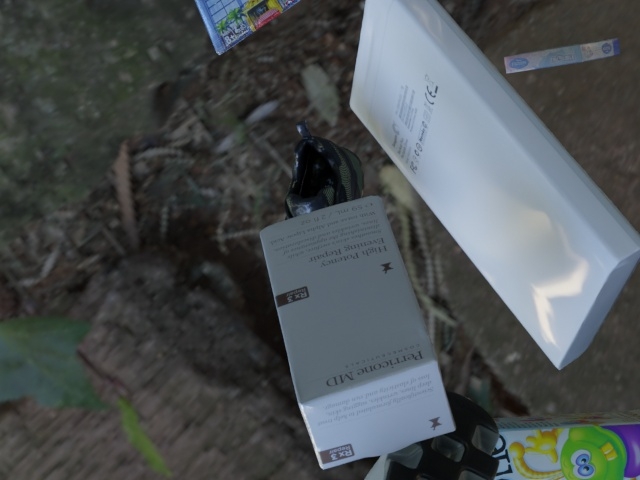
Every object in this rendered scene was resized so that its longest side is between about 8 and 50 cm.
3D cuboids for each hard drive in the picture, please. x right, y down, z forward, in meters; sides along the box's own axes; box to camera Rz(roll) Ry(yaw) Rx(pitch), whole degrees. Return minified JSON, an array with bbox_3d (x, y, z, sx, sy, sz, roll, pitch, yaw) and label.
[{"bbox_3d":[0.154,-0.067,1.412,0.353,0.047,0.233,53,160,20],"label":"hard drive"}]

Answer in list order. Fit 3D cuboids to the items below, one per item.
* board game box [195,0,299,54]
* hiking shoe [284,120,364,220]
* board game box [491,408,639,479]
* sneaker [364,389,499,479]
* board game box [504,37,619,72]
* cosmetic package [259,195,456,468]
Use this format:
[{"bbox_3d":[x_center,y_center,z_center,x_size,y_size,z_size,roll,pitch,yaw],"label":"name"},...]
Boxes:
[{"bbox_3d":[-0.062,-0.293,1.265,0.194,0.060,0.194,-32,106,16],"label":"board game box"},{"bbox_3d":[0.000,0.000,1.463,0.086,0.114,0.227,-18,66,20],"label":"hiking shoe"},{"bbox_3d":[0.242,0.270,1.652,0.275,0.144,0.142,-3,88,-2],"label":"board game box"},{"bbox_3d":[0.053,0.277,1.233,0.122,0.330,0.146,32,129,6],"label":"sneaker"},{"bbox_3d":[0.255,-0.195,1.571,0.090,0.090,0.020,-4,97,38],"label":"board game box"},{"bbox_3d":[0.027,0.070,1.242,0.117,0.231,0.085,-18,127,0],"label":"cosmetic package"}]
